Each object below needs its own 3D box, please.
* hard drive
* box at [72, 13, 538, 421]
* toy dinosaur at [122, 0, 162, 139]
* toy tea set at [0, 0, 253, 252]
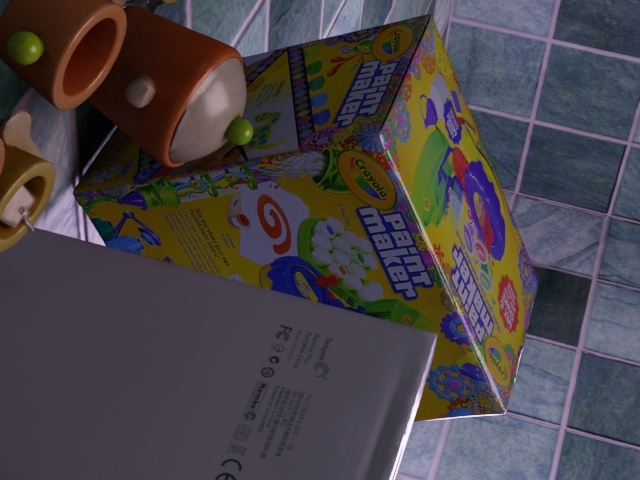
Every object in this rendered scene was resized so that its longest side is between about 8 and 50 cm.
[{"bbox_3d":[-0.104,0.104,0.861,0.040,0.319,0.210,94,14,-45],"label":"hard drive"},{"bbox_3d":[0.000,0.000,1.127,0.290,0.279,0.177,64,32,-31],"label":"box"},{"bbox_3d":[-0.150,-0.181,0.972,0.118,0.064,0.268,-61,168,-15],"label":"toy dinosaur"},{"bbox_3d":[-0.139,-0.074,0.828,0.336,0.124,0.200,-50,167,-35],"label":"toy tea set"}]
